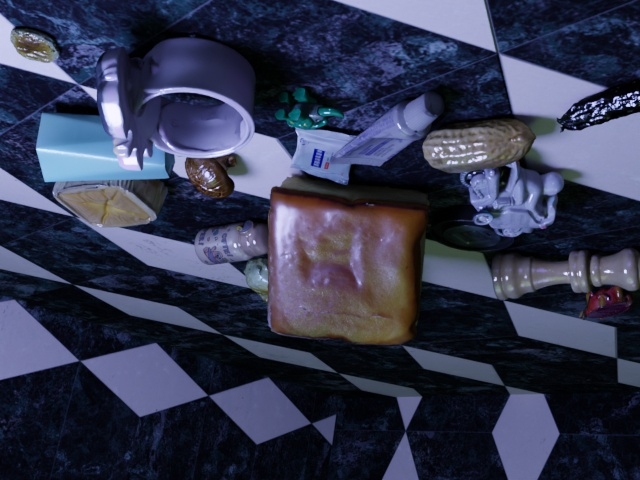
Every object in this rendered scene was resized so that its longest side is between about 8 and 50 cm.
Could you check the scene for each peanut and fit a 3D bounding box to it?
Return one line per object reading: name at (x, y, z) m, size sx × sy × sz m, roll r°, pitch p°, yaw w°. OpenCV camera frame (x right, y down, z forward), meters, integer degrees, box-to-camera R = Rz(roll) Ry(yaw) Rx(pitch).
peanut at (0.267, -0.158, 1.331) m, size 0.194 × 0.083 × 0.093 m, roll -2°, pitch 157°, yaw 27°

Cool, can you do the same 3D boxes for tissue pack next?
tissue pack at (0.007, -0.164, 1.507) m, size 0.123 × 0.026 × 0.193 m, roll 10°, pitch 160°, yaw -2°

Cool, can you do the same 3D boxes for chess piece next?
chess piece at (0.596, 0.073, 1.788) m, size 0.397 × 0.117 × 0.117 m, roll -4°, pitch 156°, yaw 28°

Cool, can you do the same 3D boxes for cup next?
cup at (-0.402, -0.173, 1.501) m, size 0.236 × 0.148 × 0.134 m, roll 3°, pitch 163°, yaw 3°

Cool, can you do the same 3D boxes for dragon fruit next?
dragon fruit at (0.731, 0.154, 2.017) m, size 0.112 × 0.068 × 0.126 m, roll 7°, pitch 150°, yaw -27°

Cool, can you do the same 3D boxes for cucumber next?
cucumber at (0.437, -0.205, 1.190) m, size 0.053 × 0.053 × 0.181 m, roll 23°, pitch 158°, yaw -33°

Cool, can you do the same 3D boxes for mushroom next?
mushroom at (-0.223, -0.133, 1.602) m, size 0.109 × 0.085 × 0.126 m, roll 1°, pitch 153°, yaw 22°

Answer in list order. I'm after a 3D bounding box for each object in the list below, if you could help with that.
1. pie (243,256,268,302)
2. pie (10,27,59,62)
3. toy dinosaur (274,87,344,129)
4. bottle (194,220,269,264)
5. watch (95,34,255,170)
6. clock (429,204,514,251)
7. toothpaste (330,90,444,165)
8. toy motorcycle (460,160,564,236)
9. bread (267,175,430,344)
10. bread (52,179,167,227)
pie at (0.012, 0.134, 2.052) m, size 0.395 × 0.180 × 0.418 m, roll 0°, pitch 166°, yaw 16°
pie at (-0.471, -0.320, 1.296) m, size 0.084 × 0.020 × 0.084 m, roll 8°, pitch 159°, yaw 3°
toy dinosaur at (-0.019, -0.216, 1.349) m, size 0.132 × 0.059 × 0.096 m, roll 4°, pitch 170°, yaw 37°
bottle at (-0.211, 0.000, 1.947) m, size 0.209 × 0.097 × 0.110 m, roll -9°, pitch 137°, yaw 37°
watch at (-0.221, -0.215, 1.249) m, size 0.231 × 0.196 × 0.244 m, roll 1°, pitch 156°, yaw 3°
clock at (0.332, -0.025, 1.728) m, size 0.185 × 0.040 × 0.184 m, roll 8°, pitch 160°, yaw 3°
toothpaste at (0.119, -0.180, 1.355) m, size 0.099 × 0.068 × 0.282 m, roll 30°, pitch 154°, yaw -14°
toy motorcycle at (0.369, -0.088, 1.472) m, size 0.171 × 0.110 × 0.260 m, roll -19°, pitch 142°, yaw 23°
bread at (0.056, 0.043, 1.645) m, size 0.324 × 0.333 × 0.143 m, roll 4°, pitch -158°, yaw 7°
bread at (-0.455, -0.114, 1.719) m, size 0.192 × 0.109 × 0.210 m, roll -6°, pitch 157°, yaw 19°
